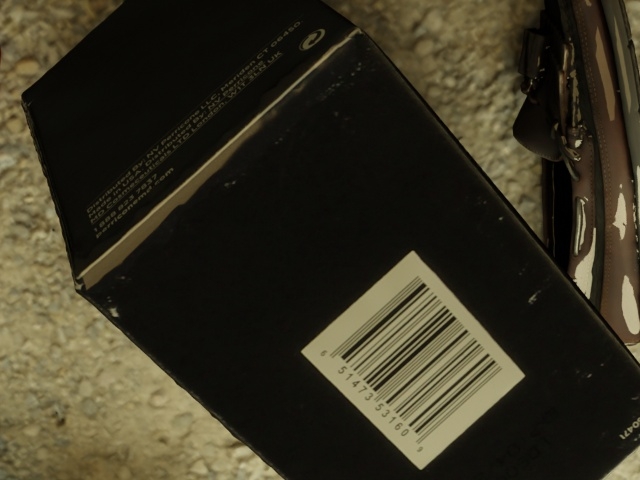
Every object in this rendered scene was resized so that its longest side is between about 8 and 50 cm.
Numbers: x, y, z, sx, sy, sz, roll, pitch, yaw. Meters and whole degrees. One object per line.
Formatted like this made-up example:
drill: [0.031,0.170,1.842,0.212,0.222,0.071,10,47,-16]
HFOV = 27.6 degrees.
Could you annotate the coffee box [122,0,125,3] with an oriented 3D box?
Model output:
coffee box: [-0.092,-0.076,0.895,0.113,0.040,0.184,8,112,-6]

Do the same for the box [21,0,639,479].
box: [0.000,0.000,0.755,0.182,0.294,0.296,-42,119,1]

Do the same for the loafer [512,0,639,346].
loafer: [0.172,-0.054,0.874,0.095,0.109,0.303,-12,114,9]
